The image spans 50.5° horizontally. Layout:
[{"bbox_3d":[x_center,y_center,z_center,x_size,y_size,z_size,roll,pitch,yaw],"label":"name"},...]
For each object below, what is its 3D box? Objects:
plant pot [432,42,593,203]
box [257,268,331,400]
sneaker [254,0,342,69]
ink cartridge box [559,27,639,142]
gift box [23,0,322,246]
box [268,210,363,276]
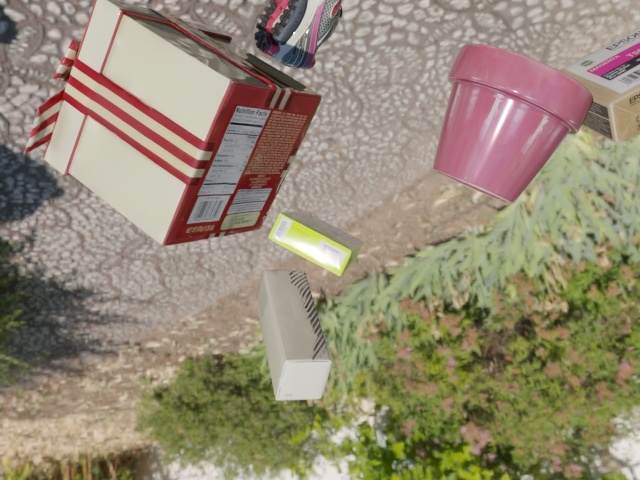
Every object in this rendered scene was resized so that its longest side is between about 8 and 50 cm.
[{"bbox_3d":[0.257,-0.159,0.978,0.201,0.201,0.180,17,100,-48],"label":"plant pot"},{"bbox_3d":[-0.059,0.182,1.365,0.094,0.275,0.113,2,127,-16],"label":"box"},{"bbox_3d":[0.006,-0.440,1.177,0.112,0.121,0.299,22,115,-40],"label":"sneaker"},{"bbox_3d":[0.570,-0.291,1.227,0.234,0.193,0.088,-29,123,-2],"label":"ink cartridge box"},{"bbox_3d":[-0.201,-0.143,0.892,0.276,0.258,0.255,-60,159,15],"label":"gift box"},{"bbox_3d":[0.000,0.000,0.951,0.109,0.042,0.178,28,-172,6],"label":"box"}]
